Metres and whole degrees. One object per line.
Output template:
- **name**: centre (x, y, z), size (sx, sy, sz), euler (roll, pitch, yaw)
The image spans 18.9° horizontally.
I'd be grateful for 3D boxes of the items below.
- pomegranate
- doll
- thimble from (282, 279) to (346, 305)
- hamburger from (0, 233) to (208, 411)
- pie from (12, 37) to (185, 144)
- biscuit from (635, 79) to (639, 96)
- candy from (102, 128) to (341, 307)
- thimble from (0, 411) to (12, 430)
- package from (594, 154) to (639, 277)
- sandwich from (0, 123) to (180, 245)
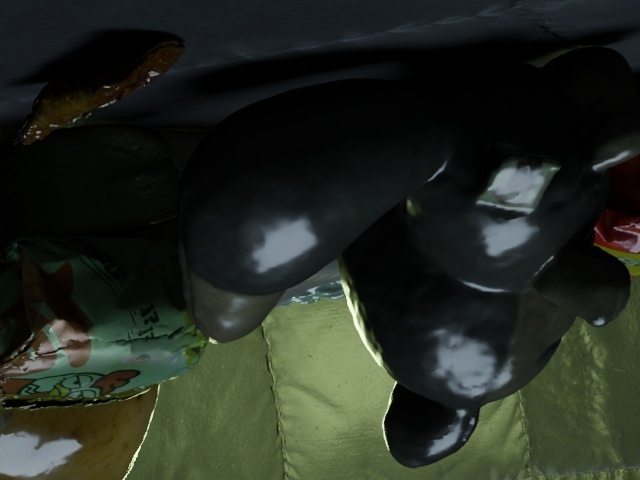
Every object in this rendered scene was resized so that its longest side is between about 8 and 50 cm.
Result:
- **pomegranate**: centre (-0.310, 0.144, 1.884), size (0.342, 0.342, 0.342), euler (-8, 177, 0)
- **doll**: centre (0.053, -0.007, 1.518), size (0.378, 0.252, 0.382), euler (10, 137, -15)
- **thimble**: centre (0.000, 0.000, 2.359), size (0.211, 0.149, 0.185), euler (-8, 175, -4)
- **hamburger**: centre (-0.208, 0.077, 1.546), size (0.214, 0.125, 0.235), euler (16, 143, -40)
- **pie**: centre (-0.136, -0.100, 1.220), size (0.088, 0.033, 0.191), euler (-24, -177, -27)
- **biscuit**: centre (0.275, -0.117, 1.827), size (0.306, 0.043, 0.284), euler (-8, 176, -4)
- **candy**: centre (-0.107, -0.003, 1.779), size (0.208, 0.145, 0.358), euler (-25, 169, 30)
- **thimble**: centre (-0.392, 0.111, 1.649), size (0.196, 0.229, 0.148), euler (-24, -167, 33)
- **package**: centre (0.391, -0.065, 1.764), size (0.423, 0.123, 0.196), euler (-18, 164, -7)
- **sandwich**: centre (-0.225, -0.040, 1.561), size (0.244, 0.090, 0.088), euler (-9, 179, 40)
